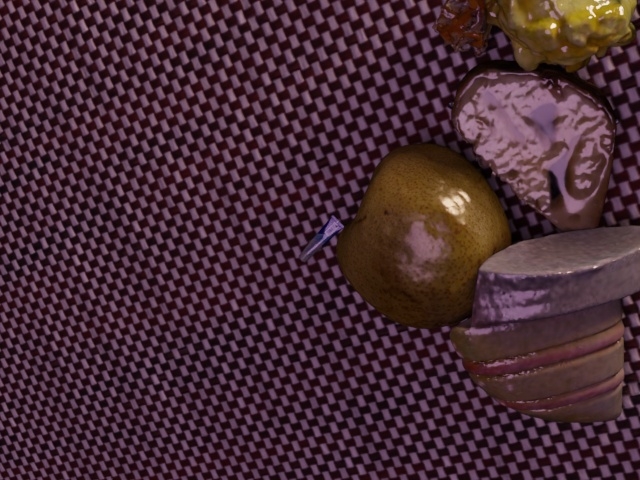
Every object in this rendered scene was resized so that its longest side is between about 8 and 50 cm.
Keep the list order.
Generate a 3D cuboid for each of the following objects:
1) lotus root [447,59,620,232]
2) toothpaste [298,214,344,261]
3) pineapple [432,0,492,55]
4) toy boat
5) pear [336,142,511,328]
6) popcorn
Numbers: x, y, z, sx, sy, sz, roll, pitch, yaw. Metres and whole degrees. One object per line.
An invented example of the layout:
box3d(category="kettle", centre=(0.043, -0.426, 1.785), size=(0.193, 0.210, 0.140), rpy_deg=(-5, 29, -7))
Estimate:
box3d(category="lotus root", centre=(0.283, -0.128, 1.107), size=(0.261, 0.074, 0.170), rpy_deg=(40, 114, 3))
box3d(category="toothpaste", centre=(0.000, 0.000, 1.293), size=(0.024, 0.015, 0.083), rpy_deg=(45, 111, 5))
box3d(category="pineapple", centre=(0.192, -0.294, 1.085), size=(0.069, 0.137, 0.116), rpy_deg=(28, 72, 8))
box3d(category="toy boat", centre=(0.295, 0.115, 1.089), size=(0.276, 0.111, 0.293), rpy_deg=(2, 111, -17))
box3d(category="pear", centre=(0.141, -0.001, 1.137), size=(0.211, 0.188, 0.228), rpy_deg=(30, 113, 8))
box3d(category="popcorn", centre=(0.282, -0.279, 1.002), size=(0.167, 0.185, 0.187), rpy_deg=(14, 93, 21))
